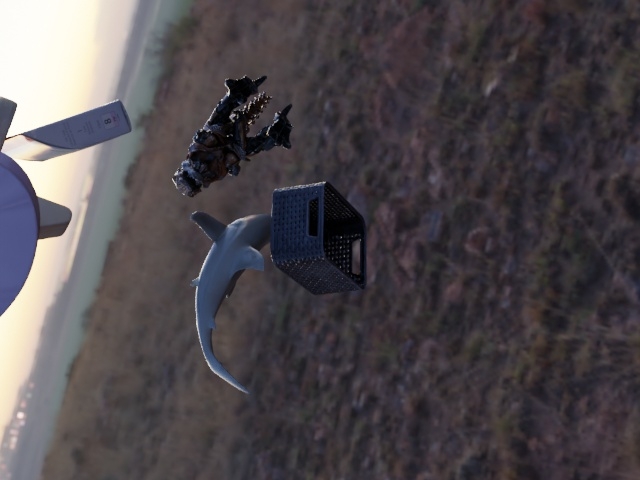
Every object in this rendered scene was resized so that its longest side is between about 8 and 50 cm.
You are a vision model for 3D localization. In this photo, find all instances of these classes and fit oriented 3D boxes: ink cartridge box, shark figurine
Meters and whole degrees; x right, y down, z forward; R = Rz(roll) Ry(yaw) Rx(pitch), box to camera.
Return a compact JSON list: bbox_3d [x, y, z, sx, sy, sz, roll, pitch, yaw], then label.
[{"bbox_3d":[-0.410,-0.134,1.539,0.189,0.232,0.066,-3,112,60],"label":"ink cartridge box"},{"bbox_3d":[-0.124,0.066,1.554,0.116,0.166,0.278,2,68,37],"label":"shark figurine"}]

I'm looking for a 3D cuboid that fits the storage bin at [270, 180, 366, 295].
[{"bbox_3d":[0.000,0.000,1.599,0.180,0.084,0.122,40,-133,-59],"label":"storage bin"}]

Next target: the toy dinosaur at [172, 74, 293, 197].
[{"bbox_3d":[-0.176,-0.210,2.070,0.218,0.164,0.321,-35,35,40],"label":"toy dinosaur"}]

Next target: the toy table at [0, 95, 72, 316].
[{"bbox_3d":[-0.422,-0.026,1.253,0.274,0.252,0.161,-45,29,23],"label":"toy table"}]
